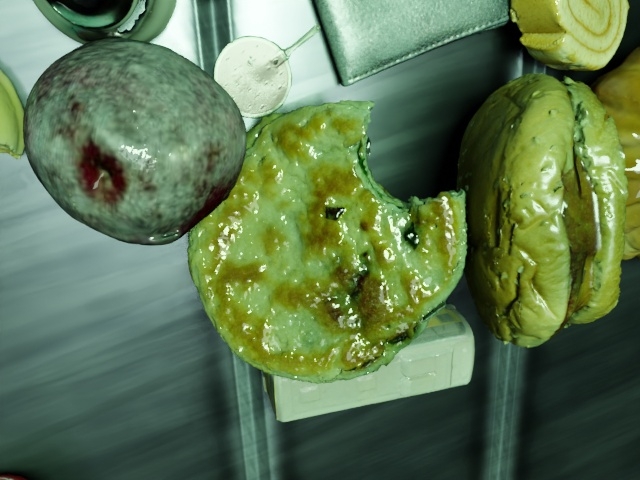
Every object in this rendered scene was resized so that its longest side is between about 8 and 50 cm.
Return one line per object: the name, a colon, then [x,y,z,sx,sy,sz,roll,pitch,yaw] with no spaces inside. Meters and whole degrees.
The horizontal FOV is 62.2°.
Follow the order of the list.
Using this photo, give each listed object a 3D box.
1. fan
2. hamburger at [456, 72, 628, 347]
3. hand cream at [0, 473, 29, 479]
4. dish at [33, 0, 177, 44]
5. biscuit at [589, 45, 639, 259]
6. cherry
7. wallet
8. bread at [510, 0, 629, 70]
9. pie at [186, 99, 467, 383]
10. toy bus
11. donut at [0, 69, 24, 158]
fan: [-0.053,-0.189,0.569,0.133,0.005,0.085,-37,113,0]
hamburger: [0.210,-0.034,0.560,0.134,0.285,0.265,-9,110,5]
hand cream: [-0.375,0.374,0.550,0.230,0.230,0.149,-15,111,-11]
dish: [-0.199,-0.224,0.450,0.141,0.078,0.141,1,124,1]
biscuit: [0.466,-0.099,0.645,0.326,0.107,0.325,2,120,4]
cherry: [-0.165,-0.088,0.474,0.195,0.195,0.195,-5,109,-14]
wallet: [0.097,-0.280,0.566,0.222,0.036,0.167,-25,114,-5]
bread: [0.278,-0.253,0.586,0.149,0.073,0.122,14,95,-35]
pie: [-0.006,0.005,0.551,0.303,0.067,0.302,1,95,14]
toy bus: [0.063,0.147,0.660,0.268,0.106,0.092,-7,111,-13]
donut: [-0.355,-0.131,0.469,0.166,0.065,0.108,6,106,-18]
